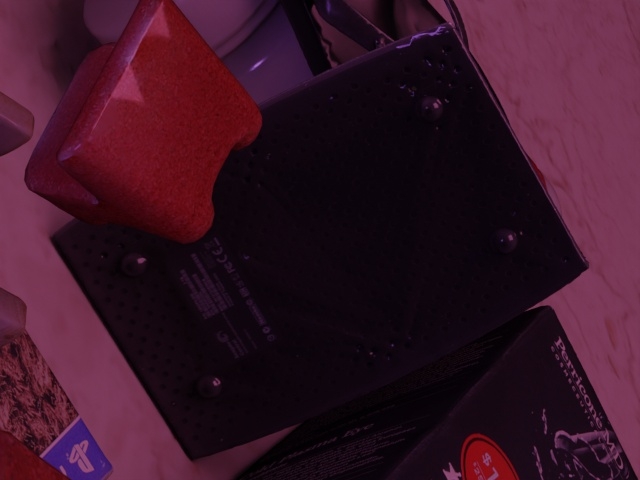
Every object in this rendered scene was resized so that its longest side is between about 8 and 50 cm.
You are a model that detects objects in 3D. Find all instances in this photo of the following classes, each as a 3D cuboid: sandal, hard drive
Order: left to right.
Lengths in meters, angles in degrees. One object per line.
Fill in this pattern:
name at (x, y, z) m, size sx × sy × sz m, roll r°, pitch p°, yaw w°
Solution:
hard drive at (0.000, 0.000, 0.992) m, size 0.172 × 0.255 × 0.054 m, roll 59°, pitch 17°, yaw -12°
sandal at (0.025, -0.137, 1.007) m, size 0.097 × 0.054 × 0.254 m, roll -45°, pitch 105°, yaw -34°

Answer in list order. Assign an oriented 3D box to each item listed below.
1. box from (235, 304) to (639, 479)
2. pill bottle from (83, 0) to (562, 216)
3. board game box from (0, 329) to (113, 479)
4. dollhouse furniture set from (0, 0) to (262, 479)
box at (0.091, 0.255, 1.018) m, size 0.343 × 0.179 × 0.312 m, roll 63°, pitch 26°, yaw -4°
pill bottle at (0.002, -0.073, 1.134) m, size 0.318 × 0.176 × 0.176 m, roll 46°, pitch 33°, yaw -33°
board game box at (-0.246, 0.039, 0.635) m, size 0.291 × 0.141 × 0.232 m, roll 59°, pitch 27°, yaw -10°
dollhouse furniture set at (-0.107, 0.052, 0.467) m, size 0.152 × 0.201 × 0.374 m, roll 42°, pitch 32°, yaw -43°
